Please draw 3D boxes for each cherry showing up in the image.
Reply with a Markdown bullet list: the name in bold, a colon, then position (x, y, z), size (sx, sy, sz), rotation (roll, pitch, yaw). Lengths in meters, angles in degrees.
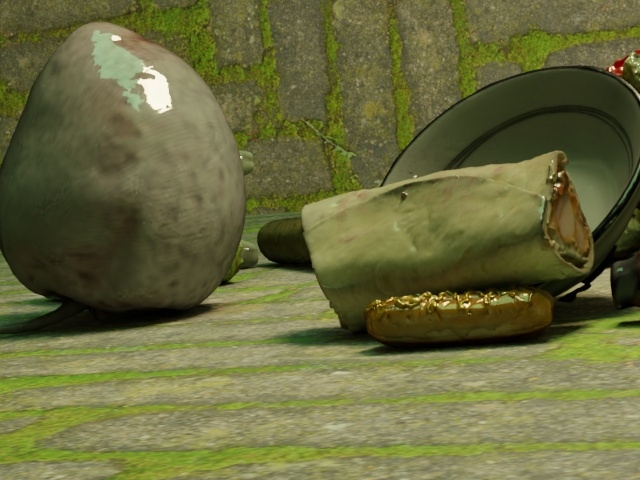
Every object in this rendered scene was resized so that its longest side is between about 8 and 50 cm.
- **cherry**: position (-0.230, -0.061, 1.888), size (0.291, 0.335, 0.326), rotation (8, 26, -34)

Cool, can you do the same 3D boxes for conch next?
- **conch**: position (-0.142, 0.022, 2.202), size (0.089, 0.074, 0.121), rotation (-47, -2, 40)

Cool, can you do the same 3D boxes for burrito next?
- **burrito**: position (0.102, 0.005, 1.490), size (0.299, 0.143, 0.105), rotation (-12, -40, 35)

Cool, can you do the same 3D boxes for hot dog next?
- **hot dog**: position (0.117, 0.065, 1.391), size (0.165, 0.045, 0.071), rotation (-4, 6, 14)

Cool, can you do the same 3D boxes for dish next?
- **dish**: position (0.203, -0.028, 1.613), size (0.316, 0.316, 0.106), rotation (-3, -39, 40)

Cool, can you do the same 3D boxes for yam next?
- **yam**: position (0.000, 0.000, 2.295), size (0.083, 0.083, 0.371), rotation (-7, 5, -23)

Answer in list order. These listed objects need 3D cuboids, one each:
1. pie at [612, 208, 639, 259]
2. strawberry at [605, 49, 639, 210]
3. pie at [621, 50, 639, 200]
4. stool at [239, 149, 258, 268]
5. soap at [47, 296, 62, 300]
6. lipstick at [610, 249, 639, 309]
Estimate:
- **pie**: position (0.259, 0.001, 1.994), size (0.277, 0.079, 0.277), rotation (-8, -1, 0)
- **strawberry**: position (0.420, -0.107, 2.064), size (0.336, 0.265, 0.149), rotation (-9, 17, 17)
- **pie**: position (0.423, -0.117, 1.859), size (0.066, 0.303, 0.302), rotation (-1, 2, -18)
- **stool**: position (-0.206, -0.048, 2.474), size (0.198, 0.195, 0.195), rotation (-5, 3, -12)
- **soap**: position (-0.272, 0.032, 2.165), size (0.145, 0.091, 0.230), rotation (-11, 6, -29)
- **lipstick**: position (0.452, 0.019, 1.349), size (0.418, 0.077, 0.077), rotation (-6, 4, 19)
